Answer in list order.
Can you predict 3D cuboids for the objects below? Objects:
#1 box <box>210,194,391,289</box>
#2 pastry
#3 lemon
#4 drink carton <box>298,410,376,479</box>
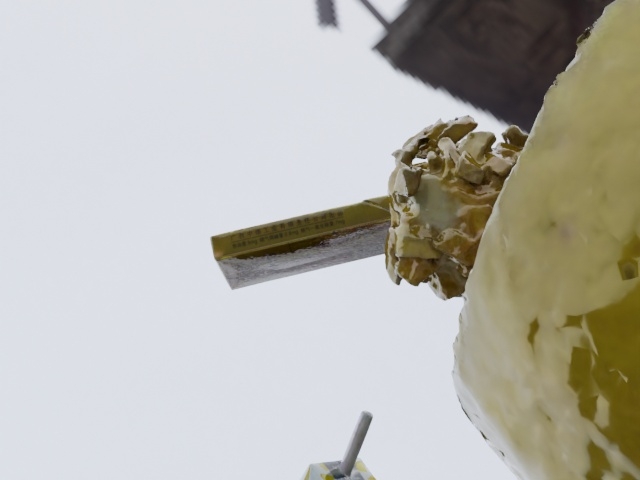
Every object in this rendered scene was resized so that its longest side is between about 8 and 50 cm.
[{"bbox_3d":[0.000,0.000,1.449,0.156,0.022,0.089,-14,-16,4],"label":"box"},{"bbox_3d":[0.150,-0.021,1.377,0.250,0.154,0.102,10,-22,-22],"label":"pastry"},{"bbox_3d":[0.264,0.036,0.929,0.364,0.364,0.364,-17,-47,-19],"label":"lemon"},{"bbox_3d":[0.006,0.237,1.649,0.084,0.074,0.200,2,-47,-45],"label":"drink carton"}]
